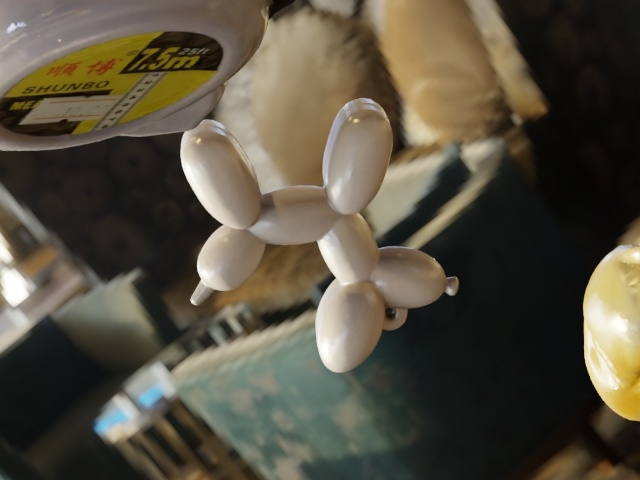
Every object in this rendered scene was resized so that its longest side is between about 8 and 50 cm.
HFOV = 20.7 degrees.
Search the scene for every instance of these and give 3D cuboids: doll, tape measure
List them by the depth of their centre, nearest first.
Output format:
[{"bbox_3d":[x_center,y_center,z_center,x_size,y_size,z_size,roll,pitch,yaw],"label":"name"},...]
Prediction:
[{"bbox_3d":[-0.110,-0.118,0.840,0.196,0.105,0.178,-5,-19,-41],"label":"tape measure"},{"bbox_3d":[0.000,0.000,1.038,0.161,0.160,0.059,-7,18,-3],"label":"doll"}]

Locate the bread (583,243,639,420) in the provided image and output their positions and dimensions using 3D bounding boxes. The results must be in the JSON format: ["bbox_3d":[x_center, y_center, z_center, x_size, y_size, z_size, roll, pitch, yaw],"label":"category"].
[{"bbox_3d":[0.272,0.047,0.763,0.173,0.311,0.121,84,-158,-65],"label":"bread"}]
